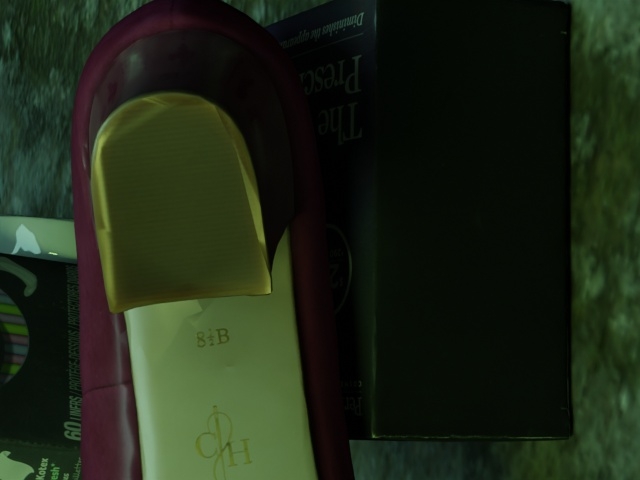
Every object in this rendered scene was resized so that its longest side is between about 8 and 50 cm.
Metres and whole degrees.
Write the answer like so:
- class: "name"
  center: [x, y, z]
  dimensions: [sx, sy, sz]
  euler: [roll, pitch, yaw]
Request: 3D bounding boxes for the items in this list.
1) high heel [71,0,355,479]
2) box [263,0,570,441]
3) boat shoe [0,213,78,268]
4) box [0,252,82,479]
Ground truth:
- class: "high heel"
  center: [-0.037, 0.093, 0.755]
  dimensions: [0.181, 0.127, 0.377]
  euler: [-90, 2, -71]
- class: "box"
  center: [0.000, 0.000, 0.858]
  dimensions: [0.261, 0.103, 0.184]
  euler: [-10, 80, 61]
- class: "boat shoe"
  center: [-0.204, 0.061, 1.198]
  dimensions: [0.335, 0.121, 0.119]
  euler: [-22, 62, 60]
- class: "box"
  center: [-0.261, 0.093, 0.989]
  dimensions: [0.165, 0.270, 0.143]
  euler: [-103, 26, -54]
